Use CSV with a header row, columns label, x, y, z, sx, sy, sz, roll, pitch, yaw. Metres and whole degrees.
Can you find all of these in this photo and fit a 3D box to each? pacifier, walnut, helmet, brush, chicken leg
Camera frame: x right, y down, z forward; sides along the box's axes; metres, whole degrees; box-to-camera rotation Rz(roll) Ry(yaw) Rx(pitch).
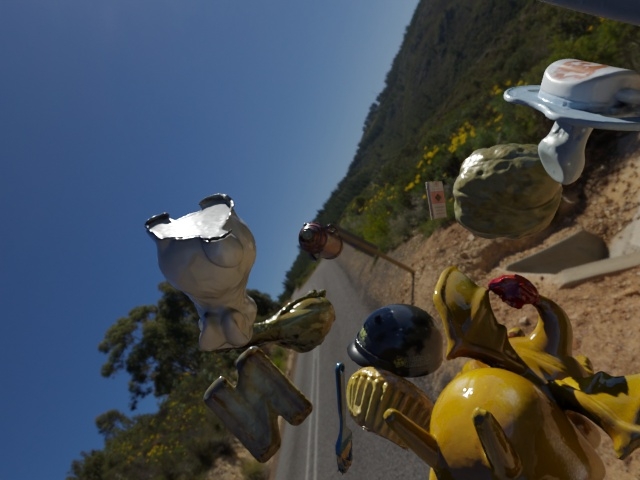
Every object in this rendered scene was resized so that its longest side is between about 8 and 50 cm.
label,x,y,z,sx,sy,sz,roll,pitch,yaw
pacifier,0.450,-0.193,0.707,0.279,0.227,0.207,-107,18,-58
walnut,0.512,-0.134,1.134,0.253,0.277,0.282,-57,-43,-50
helmet,0.221,0.266,1.170,0.230,0.278,0.160,-113,28,-69
brush,0.034,0.267,0.624,0.051,0.014,0.164,-12,-81,-67
chicken leg,-0.145,0.287,1.344,0.152,0.429,0.201,-150,56,-63

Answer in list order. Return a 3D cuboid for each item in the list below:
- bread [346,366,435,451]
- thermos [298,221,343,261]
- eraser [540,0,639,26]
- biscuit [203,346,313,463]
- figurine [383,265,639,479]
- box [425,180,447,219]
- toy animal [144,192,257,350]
label,x,y,z,sx,sy,sz,roll,pitch,yaw
bread,0.164,0.401,0.979,0.139,0.240,0.240,-61,-4,-21
thermos,-0.001,-0.003,1.225,0.124,0.099,0.232,-33,-17,9
eraser,0.317,-0.362,0.431,0.150,0.331,0.331,-15,-31,-27
biscuit,-0.195,0.509,1.289,0.237,0.290,0.062,-45,-14,-18
figurine,0.295,0.247,0.644,0.387,0.401,0.268,-30,-29,-42
box,0.258,-0.090,0.909,0.012,0.046,0.083,-10,89,57
toy animal,-0.212,0.097,0.860,0.258,0.194,0.357,-131,26,-57
